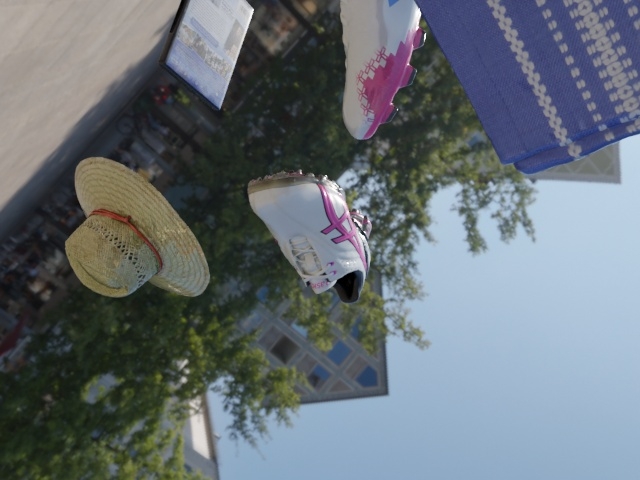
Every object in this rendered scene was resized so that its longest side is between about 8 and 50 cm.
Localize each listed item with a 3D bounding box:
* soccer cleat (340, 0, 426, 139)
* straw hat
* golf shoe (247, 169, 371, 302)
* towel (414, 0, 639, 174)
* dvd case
[{"bbox_3d":[0.063,-0.291,0.715,0.116,0.143,0.331,-108,-144,-72],"label":"soccer cleat"},{"bbox_3d":[-0.163,0.010,0.484,0.144,0.144,0.061,-26,-162,51],"label":"straw hat"},{"bbox_3d":[0.000,0.000,0.532,0.067,0.186,0.086,-12,-113,25],"label":"golf shoe"},{"bbox_3d":[0.156,-0.182,0.220,0.336,0.243,0.040,-23,-167,47],"label":"towel"},{"bbox_3d":[-0.228,-0.423,1.245,0.022,0.180,0.253,9,-105,32],"label":"dvd case"}]
